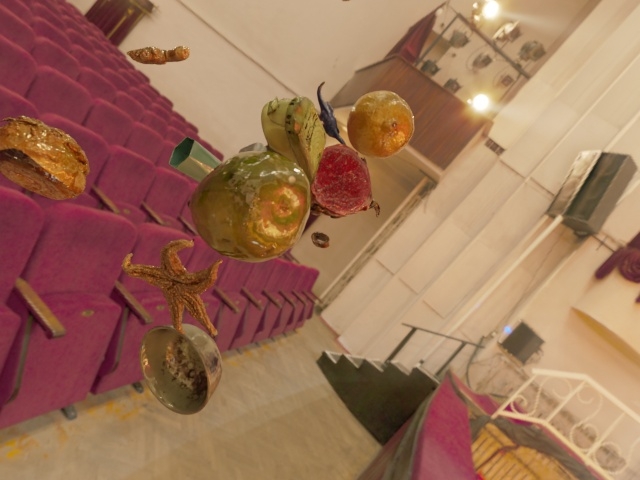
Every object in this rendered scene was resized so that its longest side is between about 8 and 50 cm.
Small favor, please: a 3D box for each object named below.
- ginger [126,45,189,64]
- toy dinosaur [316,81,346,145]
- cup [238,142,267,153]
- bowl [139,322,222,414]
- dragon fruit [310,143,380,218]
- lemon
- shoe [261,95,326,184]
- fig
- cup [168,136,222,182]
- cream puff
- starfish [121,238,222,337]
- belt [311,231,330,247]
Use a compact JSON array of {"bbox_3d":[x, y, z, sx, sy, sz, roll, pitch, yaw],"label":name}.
[{"bbox_3d":[-0.572,-0.664,1.492,0.214,0.059,0.133,5,15,24],"label":"ginger"},{"bbox_3d":[0.041,-0.437,1.492,0.188,0.075,0.248,-131,-153,-61],"label":"toy dinosaur"},{"bbox_3d":[-0.176,-0.174,1.117,0.128,0.095,0.129,54,36,-35],"label":"cup"},{"bbox_3d":[-0.412,0.377,1.303,0.289,0.289,0.146,42,27,13],"label":"bowl"},{"bbox_3d":[0.039,-0.154,1.197,0.282,0.211,0.147,35,-13,-24],"label":"dragon fruit"},{"bbox_3d":[0.240,-0.467,1.684,0.293,0.293,0.293,41,2,-2],"label":"lemon"},{"bbox_3d":[-0.052,-0.240,0.955,0.128,0.140,0.262,26,-11,14],"label":"shoe"},{"bbox_3d":[-0.162,-0.055,0.890,0.233,0.233,0.314,41,-35,-14],"label":"fig"},{"bbox_3d":[-0.465,-0.294,1.665,0.134,0.148,0.235,-3,-24,36],"label":"cup"},{"bbox_3d":[-0.573,-0.173,0.859,0.189,0.129,0.189,11,-27,6],"label":"cream puff"},{"bbox_3d":[-0.342,0.121,1.041,0.060,0.299,0.302,-61,146,-54],"label":"starfish"},{"bbox_3d":[0.000,0.000,1.700,0.083,0.059,0.036,26,-26,25],"label":"belt"}]
